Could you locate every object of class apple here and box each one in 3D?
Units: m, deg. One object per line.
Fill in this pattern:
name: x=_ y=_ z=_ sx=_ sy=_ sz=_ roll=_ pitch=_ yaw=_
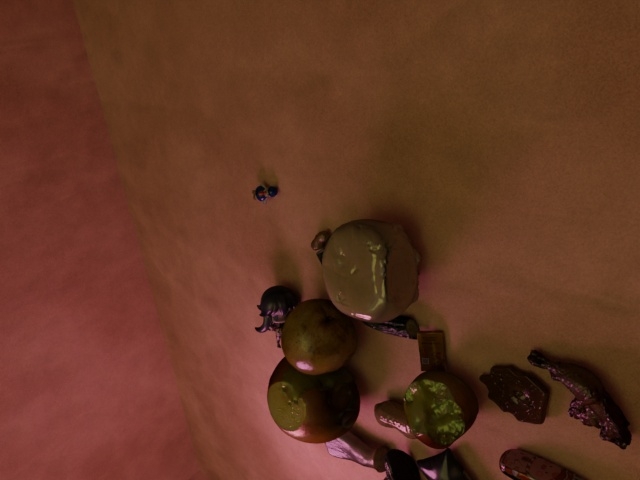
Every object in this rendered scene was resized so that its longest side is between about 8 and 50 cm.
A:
apple: x=-0.025 y=0.642 z=2.075 sx=0.375 sy=0.374 sz=0.383 roll=1 pitch=125 yaw=47
apple: x=0.388 y=0.553 z=1.673 sx=0.226 sy=0.246 sz=0.246 roll=44 pitch=137 yaw=25

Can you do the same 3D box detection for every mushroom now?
mushroom: x=0.152 y=0.914 z=2.210 sx=0.329 sy=0.122 sz=0.159 roll=2 pitch=149 yaw=43

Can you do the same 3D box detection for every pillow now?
pillow: x=0.488 y=0.897 z=1.863 sx=0.249 sy=0.106 sz=0.186 roll=51 pitch=131 yaw=10

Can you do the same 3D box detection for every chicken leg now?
chicken leg: x=0.717 y=0.427 z=1.386 sx=0.322 sy=0.083 sz=0.177 roll=55 pitch=154 yaw=6

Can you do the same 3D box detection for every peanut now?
peanut: x=0.000 y=0.000 z=1.933 sx=0.054 sy=0.054 sz=0.113 roll=51 pitch=138 yaw=13
peanut: x=0.316 y=0.685 z=1.934 sx=0.275 sy=0.111 sz=0.125 roll=2 pitch=128 yaw=50

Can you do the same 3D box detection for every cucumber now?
cucumber: x=0.239 y=0.300 z=1.824 sx=0.265 sy=0.077 sz=0.077 roll=3 pitch=113 yaw=46

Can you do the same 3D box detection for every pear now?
pear: x=-0.011 y=0.367 z=1.957 sx=0.304 sy=0.304 sz=0.303 roll=24 pitch=127 yaw=37

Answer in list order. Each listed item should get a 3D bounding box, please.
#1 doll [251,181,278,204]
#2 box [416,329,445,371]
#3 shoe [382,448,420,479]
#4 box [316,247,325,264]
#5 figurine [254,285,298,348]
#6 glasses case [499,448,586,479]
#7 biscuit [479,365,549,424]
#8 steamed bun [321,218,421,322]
doll: x=-0.223 y=-0.194 z=2.061 sx=0.143 sy=0.058 sz=0.098 roll=-2 pitch=99 yaw=42
box: x=0.380 y=0.379 z=1.727 sx=0.089 sy=0.022 sz=0.156 roll=-5 pitch=111 yaw=18
shoe: x=0.318 y=0.991 z=2.087 sx=0.171 sy=0.132 sz=0.336 roll=-7 pitch=111 yaw=51
box: x=0.079 y=0.146 z=1.884 sx=0.270 sy=0.045 sz=0.211 roll=63 pitch=162 yaw=-1
figurine: x=-0.184 y=0.324 z=2.219 sx=0.197 sy=0.175 sz=0.264 roll=39 pitch=127 yaw=32
glasses case: x=0.688 y=0.729 z=1.559 sx=0.267 sy=0.103 sz=0.067 roll=11 pitch=118 yaw=42
biscuit: x=0.595 y=0.466 z=1.565 sx=0.215 sy=0.034 sz=0.182 roll=22 pitch=125 yaw=41
steamed bun: x=0.170 y=0.092 z=1.659 sx=0.312 sy=0.233 sz=0.333 roll=13 pitch=102 yaw=43
